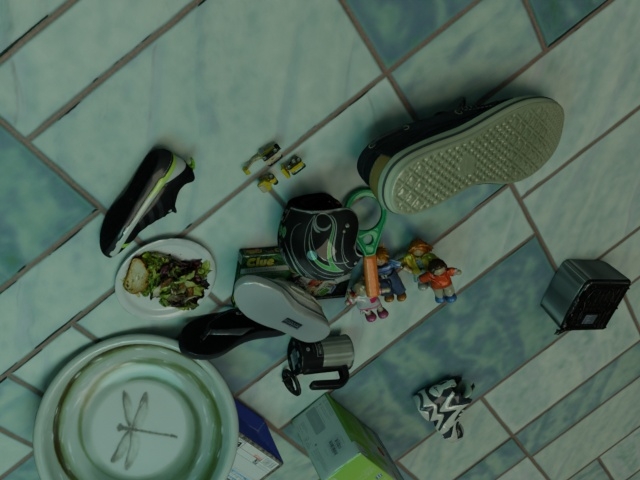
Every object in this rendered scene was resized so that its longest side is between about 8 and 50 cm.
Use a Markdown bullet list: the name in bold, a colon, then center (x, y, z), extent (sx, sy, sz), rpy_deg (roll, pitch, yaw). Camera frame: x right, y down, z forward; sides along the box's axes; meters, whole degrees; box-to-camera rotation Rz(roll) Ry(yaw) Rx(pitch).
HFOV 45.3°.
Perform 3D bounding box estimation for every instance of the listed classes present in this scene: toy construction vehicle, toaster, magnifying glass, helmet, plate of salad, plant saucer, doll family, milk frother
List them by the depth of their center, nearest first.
- **toy construction vehicle**: center (-0.089, -0.141, 1.446), extent (0.098, 0.035, 0.086), rpy_deg (-37, 143, 6)
- **plate of salad**: center (-0.297, 0.084, 1.493), extent (0.199, 0.048, 0.200), rpy_deg (-14, 128, -18)
- **helmet**: center (0.000, 0.000, 1.506), extent (0.169, 0.169, 0.162), rpy_deg (-9, 111, -21)
- **plant saucer**: center (-0.370, 0.389, 1.566), extent (0.400, 0.100, 0.401), rpy_deg (1, 86, -11)
- **magnifying glass**: center (0.099, 0.006, 1.596), extent (0.092, 0.026, 0.231), rpy_deg (-10, 103, -13)
- **doll family**: center (0.174, 0.071, 1.698), extent (0.263, 0.118, 0.163), rpy_deg (-16, 138, 8)
- **milk frother**: center (-0.010, 0.288, 1.770), extent (0.134, 0.129, 0.143), rpy_deg (-1, 167, -26)
- **toaster**: center (0.680, 0.147, 1.991), extent (0.185, 0.110, 0.168), rpy_deg (1, 122, -28)

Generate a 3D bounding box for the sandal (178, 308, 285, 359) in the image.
- **sandal**: center (-0.177, 0.175, 1.593), extent (0.254, 0.097, 0.054), rpy_deg (-15, 141, -30)

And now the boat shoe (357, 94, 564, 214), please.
- **boat shoe**: center (0.288, -0.189, 1.523), extent (0.500, 0.156, 0.187), rpy_deg (-21, 127, -27)

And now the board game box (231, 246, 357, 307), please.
- **board game box**: center (-0.054, 0.071, 1.620), extent (0.259, 0.030, 0.136), rpy_deg (-3, 127, -25)

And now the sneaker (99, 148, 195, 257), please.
- **sneaker**: center (-0.301, -0.054, 1.364), extent (0.097, 0.084, 0.235), rpy_deg (26, 109, -39)

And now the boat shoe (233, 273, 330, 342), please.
- **boat shoe**: center (-0.078, 0.121, 1.566), extent (0.096, 0.088, 0.267), rpy_deg (-37, 135, 25)

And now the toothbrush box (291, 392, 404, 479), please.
- **toothbrush box**: center (0.079, 0.541, 1.916), extent (0.122, 0.206, 0.283), rpy_deg (-39, 131, 3)

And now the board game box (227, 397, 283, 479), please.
- **board game box**: center (-0.276, 0.502, 1.750), extent (0.291, 0.141, 0.232), rpy_deg (-38, 132, 3)

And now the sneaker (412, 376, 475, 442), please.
- **sneaker**: center (0.367, 0.446, 2.065), extent (0.153, 0.094, 0.235), rpy_deg (-35, 122, 12)
